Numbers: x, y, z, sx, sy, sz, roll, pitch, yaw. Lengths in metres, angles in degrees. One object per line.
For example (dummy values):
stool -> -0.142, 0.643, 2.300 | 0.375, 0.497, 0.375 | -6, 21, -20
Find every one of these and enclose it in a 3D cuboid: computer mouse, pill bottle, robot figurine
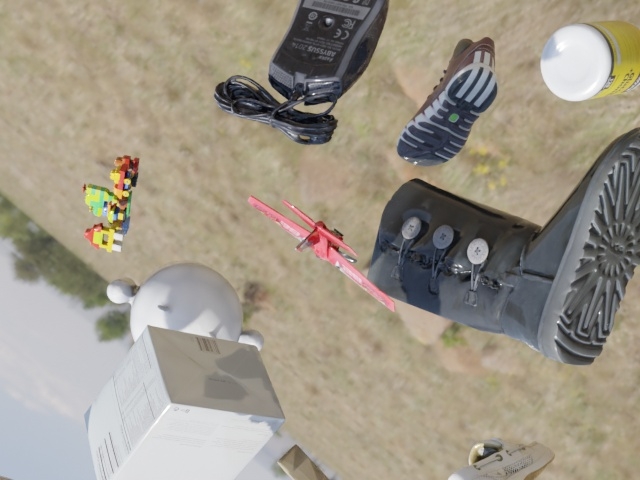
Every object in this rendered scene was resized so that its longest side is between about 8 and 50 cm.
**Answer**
computer mouse -> 0.000, -0.245, 1.257 | 0.188, 0.272, 0.072 | 24, 166, 28
pill bottle -> 0.393, -0.251, 1.332 | 0.103, 0.184, 0.103 | 14, 111, 42
robot figurine -> -0.250, 0.139, 1.782 | 0.300, 0.200, 0.353 | 19, 178, -11

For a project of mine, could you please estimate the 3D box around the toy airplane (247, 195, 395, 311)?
toy airplane -> 0.000, 0.000, 0.744 | 0.151, 0.028, 0.151 | 36, -178, -1

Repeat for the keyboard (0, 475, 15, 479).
keyboard -> -0.203, 0.278, 0.891 | 0.256, 0.014, 0.072 | 29, -151, -27

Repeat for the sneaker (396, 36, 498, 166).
sneaker -> 0.241, -0.259, 1.734 | 0.106, 0.162, 0.281 | 27, 144, -13

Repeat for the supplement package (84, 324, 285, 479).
supplement package -> -0.199, 0.254, 1.383 | 0.194, 0.203, 0.149 | 17, -148, -37

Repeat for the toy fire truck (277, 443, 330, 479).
toy fire truck -> 0.001, 0.447, 1.457 | 0.246, 0.217, 0.158 | 25, 131, 48

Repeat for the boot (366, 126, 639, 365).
boot -> 0.291, -0.031, 1.504 | 0.146, 0.367, 0.445 | 33, 173, -32

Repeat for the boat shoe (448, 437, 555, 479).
boat shoe -> 0.270, 0.335, 1.438 | 0.096, 0.098, 0.277 | 46, -159, 19

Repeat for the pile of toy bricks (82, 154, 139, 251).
pile of toy bricks -> -0.455, -0.090, 2.042 | 0.105, 0.118, 0.212 | 13, 126, -5
